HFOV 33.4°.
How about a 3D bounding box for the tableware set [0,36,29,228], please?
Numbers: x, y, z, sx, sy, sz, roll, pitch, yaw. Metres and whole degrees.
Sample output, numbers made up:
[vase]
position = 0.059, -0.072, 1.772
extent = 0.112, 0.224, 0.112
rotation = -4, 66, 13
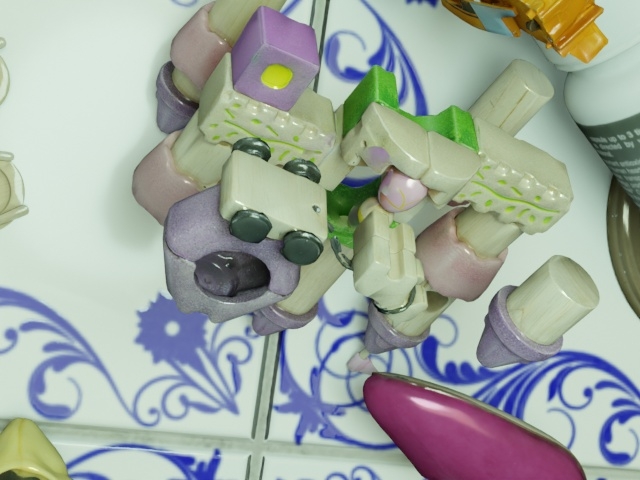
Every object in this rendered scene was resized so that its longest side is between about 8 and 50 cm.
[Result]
[tableware set]
position = -0.295, -0.076, 0.785
extent = 0.141, 0.020, 0.169
rotation = -8, 96, -14

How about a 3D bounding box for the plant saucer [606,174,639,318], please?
[plant saucer]
position = 0.391, -0.022, 0.962
extent = 0.277, 0.041, 0.278
rotation = -1, 95, -14

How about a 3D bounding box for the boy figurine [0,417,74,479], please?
[boy figurine]
position = -0.223, 0.278, 0.796
extent = 0.177, 0.092, 0.285
rotation = 9, 95, -13

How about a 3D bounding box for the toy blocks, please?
[toy blocks]
position = 0.000, 0.000, 0.756
extent = 0.288, 0.309, 0.260
rotation = 24, 130, -23

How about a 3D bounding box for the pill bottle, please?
[pill bottle]
position = 0.291, -0.099, 0.817
extent = 0.161, 0.161, 0.283
rotation = -43, 107, -8

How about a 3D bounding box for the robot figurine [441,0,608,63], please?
[robot figurine]
position = 0.136, -0.242, 0.768
extent = 0.211, 0.291, 0.085
rotation = -42, 129, 4

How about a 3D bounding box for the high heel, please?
[high heel]
position = 0.149, 0.252, 0.853
extent = 0.377, 0.127, 0.181
rotation = 35, 75, -23
